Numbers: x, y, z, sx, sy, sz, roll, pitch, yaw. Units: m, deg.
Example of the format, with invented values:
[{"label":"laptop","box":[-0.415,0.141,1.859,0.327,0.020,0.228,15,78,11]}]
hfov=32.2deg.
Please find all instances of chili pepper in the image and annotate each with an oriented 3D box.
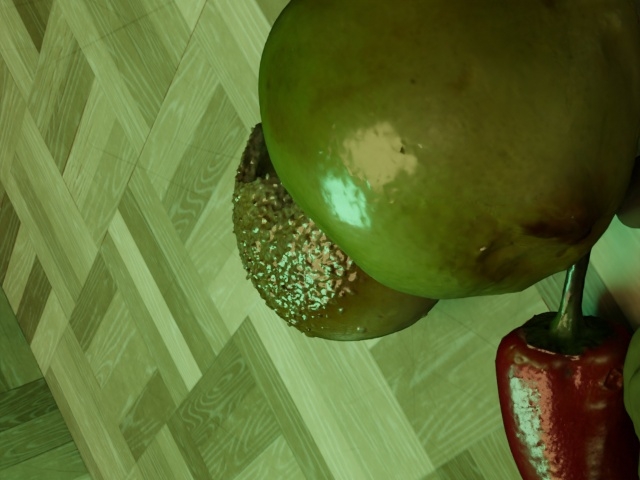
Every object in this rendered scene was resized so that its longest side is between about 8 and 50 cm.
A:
[{"label":"chili pepper","box":[0.223,0.132,0.996,0.131,0.134,0.338,-147,39,-76]}]

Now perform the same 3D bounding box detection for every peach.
[{"label":"peach","box":[0.098,-0.106,0.898,0.314,0.281,0.315,-49,53,54]}]

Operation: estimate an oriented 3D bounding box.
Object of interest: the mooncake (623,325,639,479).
[{"label":"mooncake","box":[0.326,0.166,0.841,0.235,0.117,0.235,164,90,-75]}]

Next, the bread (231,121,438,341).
[{"label":"bread","box":[-0.004,0.002,1.213,0.314,0.171,0.192,43,116,42]}]

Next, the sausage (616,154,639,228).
[{"label":"sausage","box":[0.320,-0.087,0.795,0.066,0.066,0.301,64,151,10]}]
